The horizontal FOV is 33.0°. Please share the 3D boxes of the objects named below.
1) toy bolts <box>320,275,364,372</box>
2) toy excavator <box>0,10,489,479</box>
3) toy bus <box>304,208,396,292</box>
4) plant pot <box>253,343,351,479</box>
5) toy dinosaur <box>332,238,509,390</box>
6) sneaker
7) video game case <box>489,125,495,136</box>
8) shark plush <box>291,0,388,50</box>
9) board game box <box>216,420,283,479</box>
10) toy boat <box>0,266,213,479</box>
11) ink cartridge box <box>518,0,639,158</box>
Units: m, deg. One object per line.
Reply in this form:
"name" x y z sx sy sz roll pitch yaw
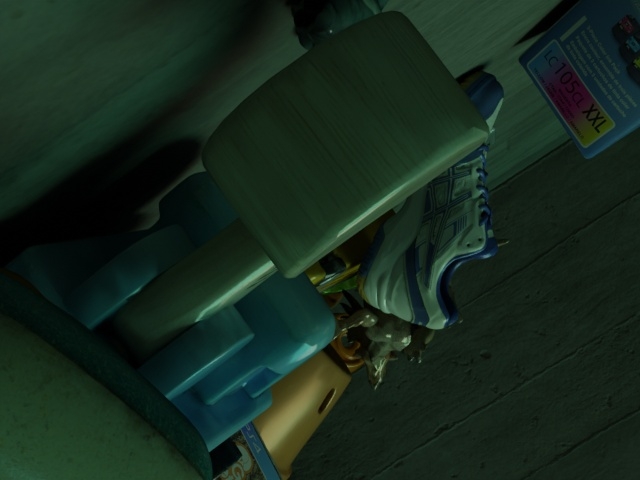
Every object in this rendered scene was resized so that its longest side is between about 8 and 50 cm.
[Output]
"toy bolts" -0.044 0.133 1.802 0.228 0.218 0.158 -8 168 -30
"toy excavator" -0.078 0.030 0.735 0.445 0.222 0.433 -39 174 13
"toy bus" 0.000 0.000 1.324 0.130 0.108 0.332 -34 174 26
"plant pot" -0.097 0.169 1.394 0.203 0.291 0.291 -41 173 1
"toy dinosaur" 0.113 0.068 1.415 0.296 0.127 0.200 -49 180 15
"sneaker" 0.158 -0.041 1.229 0.297 0.131 0.112 -67 160 11
"video game case" 0.202 -0.127 1.726 0.173 0.022 0.190 -34 174 7
"shark plush" 0.024 -0.128 0.645 0.073 0.067 0.161 -33 174 6
"board game box" -0.217 0.276 1.072 0.232 0.141 0.291 -28 179 29
"toy boat" -0.215 0.092 0.595 0.318 0.267 0.148 -23 -147 42
"ink cartridge box" 0.426 -0.274 1.107 0.270 0.151 0.395 -32 172 -33
